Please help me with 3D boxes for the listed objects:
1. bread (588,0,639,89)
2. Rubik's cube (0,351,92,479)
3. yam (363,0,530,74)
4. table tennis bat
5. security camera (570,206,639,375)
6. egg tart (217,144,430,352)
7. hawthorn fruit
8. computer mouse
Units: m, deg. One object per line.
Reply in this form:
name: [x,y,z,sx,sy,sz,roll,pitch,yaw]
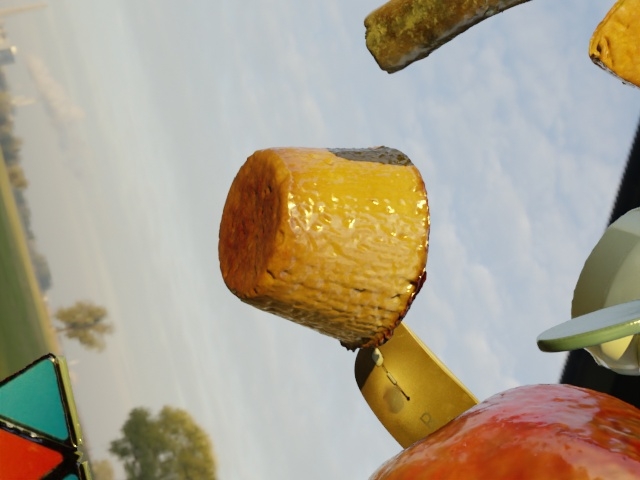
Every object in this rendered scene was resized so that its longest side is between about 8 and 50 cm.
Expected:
bread: [0.325,-0.155,0.762,0.143,0.149,0.158,-58,-140,13]
Rubik's cube: [-0.259,0.203,0.777,0.250,0.284,0.234,-46,-157,59]
yam: [0.149,-0.211,0.775,0.061,0.253,0.061,39,37,-39]
table tennis bat: [0.223,0.048,0.672,0.100,0.155,0.019,89,-17,-88]
security camera: [0.401,0.085,0.997,0.236,0.194,0.194,31,-44,45]
egg tart: [0.000,0.000,0.979,0.215,0.171,0.215,-25,-120,56]
hawthorn fruit: [0.133,0.180,0.496,0.261,0.224,0.224,-26,-101,62]
computer mouse: [0.107,0.169,1.064,0.199,0.045,0.102,48,-64,30]
